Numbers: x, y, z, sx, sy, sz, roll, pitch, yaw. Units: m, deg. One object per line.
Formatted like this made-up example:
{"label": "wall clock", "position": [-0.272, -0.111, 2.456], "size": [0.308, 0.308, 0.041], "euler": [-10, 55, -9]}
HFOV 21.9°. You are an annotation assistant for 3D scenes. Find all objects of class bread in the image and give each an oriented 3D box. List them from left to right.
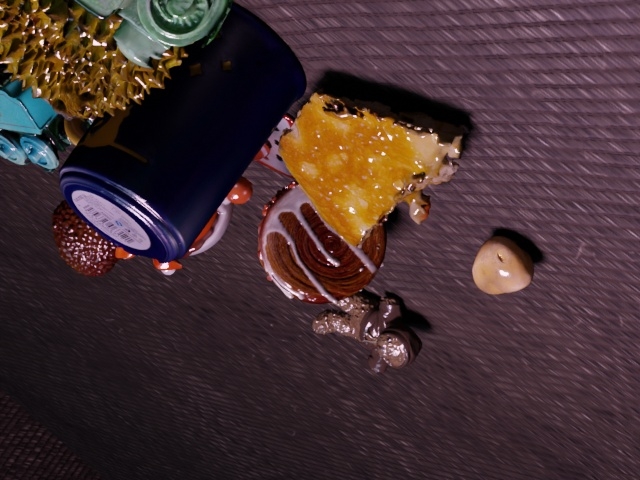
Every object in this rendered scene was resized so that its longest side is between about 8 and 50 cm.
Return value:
{"label": "bread", "position": [0.000, 0.000, 1.981], "size": [0.160, 0.160, 0.073], "euler": [34, 177, -2]}

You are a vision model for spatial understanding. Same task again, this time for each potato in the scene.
{"label": "potato", "position": [0.207, 0.032, 1.884], "size": [0.083, 0.062, 0.068], "euler": [-46, 71, 40]}

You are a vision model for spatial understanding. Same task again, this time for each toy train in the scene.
{"label": "toy train", "position": [-0.399, -0.181, 2.238], "size": [0.198, 0.107, 0.154], "euler": [11, 142, 45]}
{"label": "toy train", "position": [-0.133, -0.284, 1.472], "size": [0.188, 0.243, 0.132], "euler": [37, -171, -8]}

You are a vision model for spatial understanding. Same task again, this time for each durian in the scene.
{"label": "durian", "position": [-0.245, -0.271, 1.665], "size": [0.293, 0.258, 0.258], "euler": [49, 159, 5]}

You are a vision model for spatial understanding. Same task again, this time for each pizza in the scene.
{"label": "pizza", "position": [0.058, -0.095, 1.815], "size": [0.189, 0.071, 0.297], "euler": [48, 154, -4]}

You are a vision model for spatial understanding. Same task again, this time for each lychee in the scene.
{"label": "lychee", "position": [-0.346, -0.011, 2.496], "size": [0.129, 0.123, 0.123], "euler": [22, 156, 14]}

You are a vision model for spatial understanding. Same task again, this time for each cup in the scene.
{"label": "cup", "position": [-0.175, -0.115, 1.849], "size": [0.178, 0.256, 0.255], "euler": [41, 158, -19]}

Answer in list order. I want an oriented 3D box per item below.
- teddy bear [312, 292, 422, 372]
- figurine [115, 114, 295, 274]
{"label": "teddy bear", "position": [0.072, 0.115, 2.241], "size": [0.160, 0.078, 0.119], "euler": [30, 125, 26]}
{"label": "figurine", "position": [-0.160, -0.062, 1.977], "size": [0.183, 0.226, 0.160], "euler": [28, 159, 14]}
